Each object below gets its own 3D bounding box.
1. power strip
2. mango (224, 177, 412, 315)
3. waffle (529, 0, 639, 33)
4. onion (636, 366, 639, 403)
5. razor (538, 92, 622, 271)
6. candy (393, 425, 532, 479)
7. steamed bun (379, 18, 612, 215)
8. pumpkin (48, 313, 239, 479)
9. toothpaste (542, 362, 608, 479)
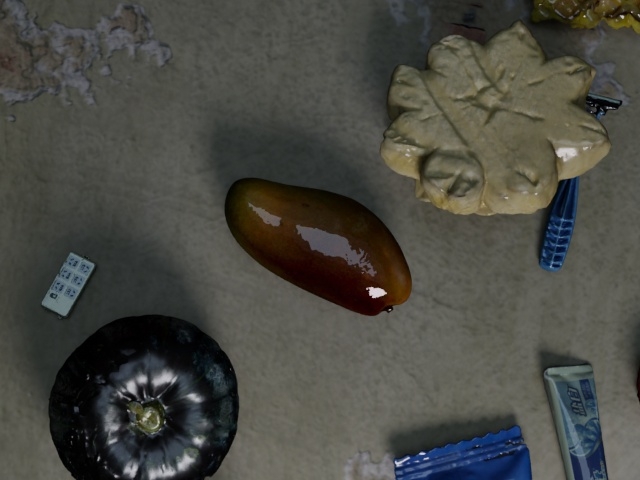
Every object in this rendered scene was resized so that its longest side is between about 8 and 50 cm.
[{"bbox_3d":[-0.329,0.058,1.293,0.040,0.016,0.090,27,79,2],"label":"power strip"},{"bbox_3d":[0.000,0.000,1.274,0.267,0.111,0.133,28,95,1],"label":"mango"},{"bbox_3d":[0.401,-0.431,1.407,0.282,0.058,0.300,17,77,0],"label":"waffle"},{"bbox_3d":[0.452,0.194,1.277,0.107,0.097,0.107,20,53,-29],"label":"onion"},{"bbox_3d":[0.342,-0.080,1.344,0.082,0.042,0.253,14,81,9],"label":"razor"},{"bbox_3d":[0.203,0.412,1.230,0.187,0.077,0.331,-9,81,-12],"label":"candy"},{"bbox_3d":[0.230,-0.144,1.300,0.292,0.137,0.295,8,61,11],"label":"steamed bun"},{"bbox_3d":[-0.213,0.204,1.198,0.233,0.163,0.233,0,88,-10],"label":"pumpkin"},{"bbox_3d":[0.342,0.294,1.275,0.069,0.047,0.268,-9,76,8],"label":"toothpaste"}]
